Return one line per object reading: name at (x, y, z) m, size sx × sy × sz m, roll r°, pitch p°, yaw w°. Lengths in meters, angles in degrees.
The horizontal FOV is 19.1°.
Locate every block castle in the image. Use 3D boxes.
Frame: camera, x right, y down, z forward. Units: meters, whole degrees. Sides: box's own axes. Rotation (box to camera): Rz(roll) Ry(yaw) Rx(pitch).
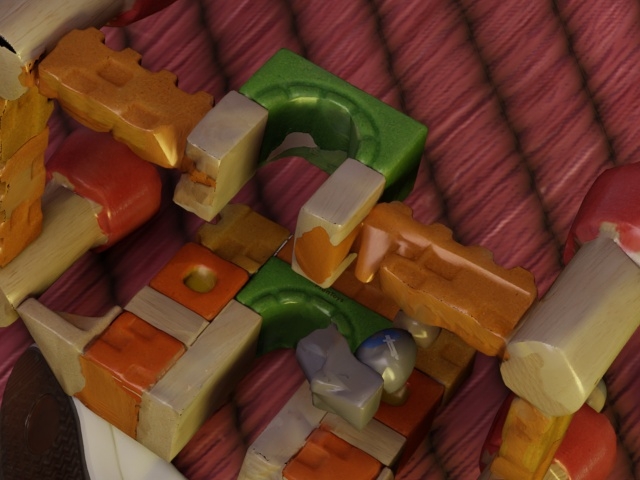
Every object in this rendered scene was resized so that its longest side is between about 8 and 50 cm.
block castle at (0.000, 0.000, 1.211) m, size 0.453 × 0.303 × 0.213 m, roll 29°, pitch 49°, yaw 15°

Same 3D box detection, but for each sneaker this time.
sneaker at (-0.130, 0.190, 1.307) m, size 0.106 × 0.123 × 0.290 m, roll -53°, pitch 47°, yaw 24°
